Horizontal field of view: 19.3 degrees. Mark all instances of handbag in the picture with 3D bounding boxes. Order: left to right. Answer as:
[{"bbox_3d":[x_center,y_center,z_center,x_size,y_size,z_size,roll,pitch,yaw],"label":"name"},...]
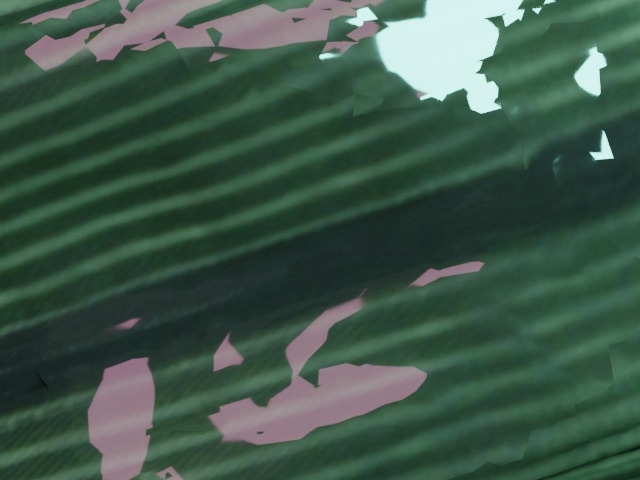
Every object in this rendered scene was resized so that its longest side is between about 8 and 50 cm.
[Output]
[{"bbox_3d":[0.000,0.000,0.477,0.340,0.247,0.240,-21,9,-6],"label":"handbag"}]
